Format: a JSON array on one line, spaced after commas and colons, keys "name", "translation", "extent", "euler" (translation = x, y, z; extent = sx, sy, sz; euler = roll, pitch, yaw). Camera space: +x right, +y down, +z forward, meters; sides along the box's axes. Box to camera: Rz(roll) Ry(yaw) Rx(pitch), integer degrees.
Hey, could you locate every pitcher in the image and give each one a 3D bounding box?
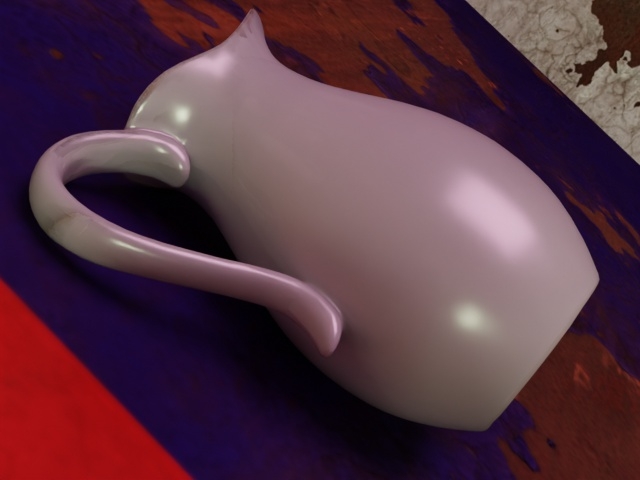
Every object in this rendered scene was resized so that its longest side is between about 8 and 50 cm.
[{"name": "pitcher", "translation": [0.000, 0.000, 0.387], "extent": [0.207, 0.125, 0.178], "euler": [37, 42, 12]}]
